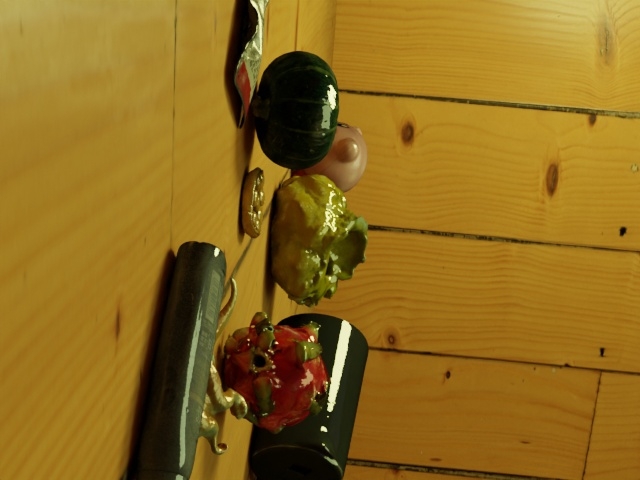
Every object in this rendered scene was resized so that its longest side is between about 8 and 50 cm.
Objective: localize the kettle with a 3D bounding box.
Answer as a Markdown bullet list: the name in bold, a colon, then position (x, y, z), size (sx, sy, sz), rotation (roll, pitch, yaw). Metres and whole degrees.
- **kettle**: position (-0.049, 0.330, 1.773), size (0.203, 0.262, 0.308), rotation (49, 37, -33)

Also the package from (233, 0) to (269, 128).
- **package**: position (-0.082, -0.276, 1.142), size (0.154, 0.030, 0.239), rotation (88, 7, -74)

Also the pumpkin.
- **pumpkin**: position (-0.035, -0.185, 1.280), size (0.167, 0.125, 0.167), rotation (7, 90, -88)

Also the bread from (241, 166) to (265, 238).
- **bread**: position (-0.097, -0.054, 1.299), size (0.110, 0.024, 0.110), rotation (4, 90, -88)

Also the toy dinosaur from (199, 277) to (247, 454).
- **toy dinosaur**: position (-0.131, 0.137, 0.909), size (0.142, 0.057, 0.212), rotation (26, 56, -66)

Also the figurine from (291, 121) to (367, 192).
- **figurine**: position (0.025, -0.187, 2.022), size (0.173, 0.173, 0.173), rotation (5, 90, -87)

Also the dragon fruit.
- **dragon fruit**: position (-0.060, 0.176, 1.242), size (0.172, 0.160, 0.167), rotation (75, 39, -76)

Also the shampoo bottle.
- **shampoo bottle**: position (-0.125, 0.118, 0.815), size (0.087, 0.049, 0.234), rotation (93, 4, -64)

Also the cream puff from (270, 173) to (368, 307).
- **cream puff**: position (0.000, 0.002, 1.748), size (0.282, 0.185, 0.282), rotation (2, 90, -89)
